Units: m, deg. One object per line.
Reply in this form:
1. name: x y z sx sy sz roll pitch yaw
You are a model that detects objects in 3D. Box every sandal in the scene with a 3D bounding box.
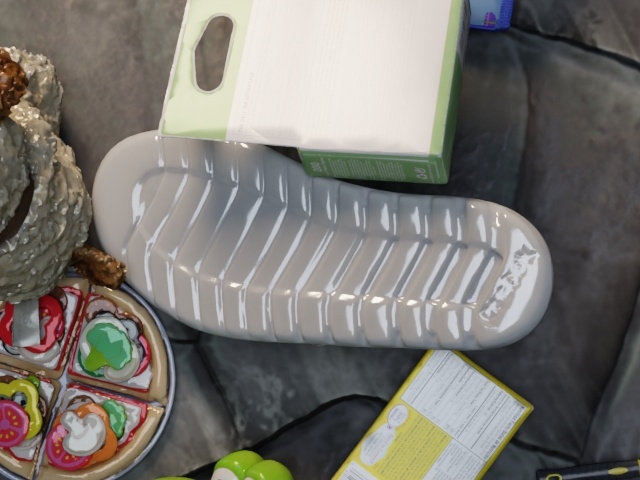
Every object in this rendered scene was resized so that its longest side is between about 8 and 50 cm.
1. sandal: -0.004 0.015 1.283 0.416 0.102 0.169 15 91 18

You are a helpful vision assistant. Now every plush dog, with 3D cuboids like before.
1. plush dog: -0.283 -0.032 1.216 0.210 0.225 0.262 34 90 22

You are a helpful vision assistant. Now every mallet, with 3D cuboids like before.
1. mallet: 0.285 0.206 1.298 0.189 0.039 0.062 -15 83 6

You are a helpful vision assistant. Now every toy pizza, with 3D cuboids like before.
1. toy pizza: -0.229 0.123 1.322 0.201 0.032 0.201 0 87 2

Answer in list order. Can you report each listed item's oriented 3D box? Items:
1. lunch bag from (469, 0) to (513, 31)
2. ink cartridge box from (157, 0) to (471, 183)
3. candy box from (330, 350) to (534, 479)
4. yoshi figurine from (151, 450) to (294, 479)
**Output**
1. lunch bag: 0.067 -0.312 1.295 0.221 0.138 0.293 6 99 1
2. ink cartridge box: -0.002 -0.139 1.241 0.235 0.056 0.171 4 66 13
3. candy box: 0.083 0.196 1.308 0.105 0.027 0.206 37 89 1
4. yoshi figurine: -0.132 0.344 1.231 0.203 0.203 0.362 15 85 10
